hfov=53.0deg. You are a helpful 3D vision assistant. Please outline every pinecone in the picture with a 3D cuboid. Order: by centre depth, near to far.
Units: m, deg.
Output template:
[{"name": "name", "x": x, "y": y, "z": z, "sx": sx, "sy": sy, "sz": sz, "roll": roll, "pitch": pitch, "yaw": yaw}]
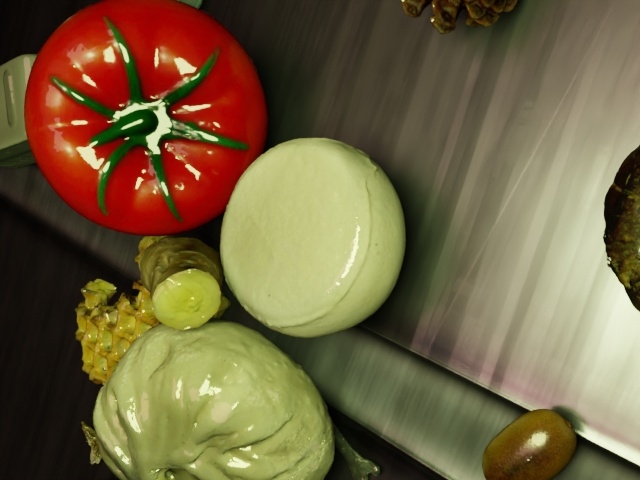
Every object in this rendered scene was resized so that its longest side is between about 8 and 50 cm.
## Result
[{"name": "pinecone", "x": 0.166, "y": -0.370, "z": 0.818, "sx": 0.207, "sy": 0.207, "sz": 0.208, "roll": -5, "pitch": 82, "yaw": 39}]

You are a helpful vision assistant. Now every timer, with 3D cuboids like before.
[{"name": "timer", "x": -0.275, "y": -0.198, "z": 1.044, "sx": 0.279, "sy": 0.377, "sz": 0.378, "roll": -126, "pitch": 55, "yaw": -72}]

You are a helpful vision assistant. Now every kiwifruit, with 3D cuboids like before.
[{"name": "kiwifruit", "x": 0.245, "y": 0.250, "z": 0.757, "sx": 0.124, "sy": 0.075, "sz": 0.075, "roll": -45, "pitch": 59, "yaw": 21}]

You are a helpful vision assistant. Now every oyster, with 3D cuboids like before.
[{"name": "oyster", "x": -0.482, "y": 0.425, "z": 1.355, "sx": 0.051, "sy": 0.034, "sz": 0.093, "roll": -29, "pitch": 78, "yaw": 50}]

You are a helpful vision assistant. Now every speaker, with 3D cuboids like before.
[{"name": "speaker", "x": -0.712, "y": -0.295, "z": 1.536, "sx": 0.406, "sy": 0.183, "sz": 0.185, "roll": -6, "pitch": 87, "yaw": 39}]

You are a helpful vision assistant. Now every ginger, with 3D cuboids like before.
[{"name": "ginger", "x": -0.203, "y": 0.051, "z": 0.951, "sx": 0.109, "sy": 0.116, "sz": 0.263, "roll": -65, "pitch": 21, "yaw": 3}]

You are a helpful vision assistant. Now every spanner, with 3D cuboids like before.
[{"name": "spanner", "x": 0.006, "y": 0.279, "z": 0.983, "sx": 0.254, "sy": 0.015, "sz": 0.054, "roll": 46, "pitch": 111, "yaw": 33}]

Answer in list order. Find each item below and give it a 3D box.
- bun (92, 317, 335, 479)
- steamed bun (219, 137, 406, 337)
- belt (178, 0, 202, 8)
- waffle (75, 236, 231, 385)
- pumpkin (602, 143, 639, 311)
[{"name": "bun", "x": -0.170, "y": 0.282, "z": 0.931, "sx": 0.359, "sy": 0.211, "sz": 0.360, "roll": 11, "pitch": 120, "yaw": 19}, {"name": "steamed bun", "x": 0.000, "y": 0.000, "z": 0.915, "sx": 0.282, "sy": 0.177, "sz": 0.283, "roll": -9, "pitch": 75, "yaw": 36}, {"name": "belt", "x": -0.305, "y": -0.502, "z": 1.286, "sx": 0.162, "sy": 0.082, "sz": 0.148, "roll": 17, "pitch": 106, "yaw": 36}, {"name": "waffle", "x": -0.318, "y": 0.147, "z": 1.183, "sx": 0.324, "sy": 0.151, "sz": 0.261, "roll": -35, "pitch": 61, "yaw": 32}, {"name": "pumpkin", "x": 0.389, "y": -0.017, "z": 0.612, "sx": 0.237, "sy": 0.159, "sz": 0.238, "roll": -5, "pitch": 81, "yaw": 34}]
